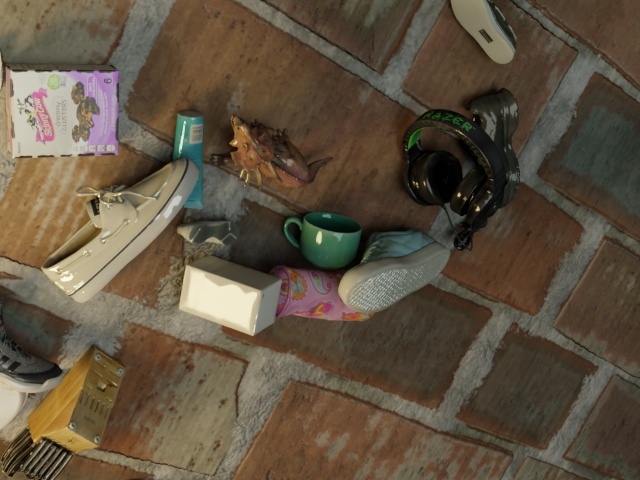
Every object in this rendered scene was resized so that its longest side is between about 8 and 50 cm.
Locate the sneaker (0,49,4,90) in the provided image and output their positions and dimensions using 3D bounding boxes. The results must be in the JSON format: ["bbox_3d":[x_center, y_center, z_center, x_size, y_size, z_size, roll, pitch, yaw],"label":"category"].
[{"bbox_3d":[-0.589,-0.305,1.625,0.035,0.031,0.083,1,106,-13],"label":"sneaker"}]

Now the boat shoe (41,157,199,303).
[{"bbox_3d":[-0.407,-0.052,1.765,0.367,0.136,0.156,-43,118,8],"label":"boat shoe"}]

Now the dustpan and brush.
[{"bbox_3d":[-0.626,0.308,1.840,0.211,0.060,0.147,-15,103,-14],"label":"dustpan and brush"}]

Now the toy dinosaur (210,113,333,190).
[{"bbox_3d":[-0.090,-0.159,1.834,0.296,0.200,0.127,18,101,-32],"label":"toy dinosaur"}]

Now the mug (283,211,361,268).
[{"bbox_3d":[0.009,0.000,2.005,0.129,0.158,0.097,-14,121,-49],"label":"mug"}]

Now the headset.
[{"bbox_3d":[0.322,-0.137,2.057,0.185,0.243,0.394,-42,140,-29],"label":"headset"}]

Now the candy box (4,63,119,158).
[{"bbox_3d":[-0.479,-0.241,1.679,0.196,0.070,0.164,-5,112,-26],"label":"candy box"}]

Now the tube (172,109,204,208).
[{"bbox_3d":[-0.270,-0.159,1.835,0.080,0.052,0.207,2,114,-15],"label":"tube"}]

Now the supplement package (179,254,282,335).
[{"bbox_3d":[-0.188,0.113,1.893,0.105,0.179,0.105,-25,130,-65],"label":"supplement package"}]

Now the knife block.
[{"bbox_3d":[-0.550,0.375,1.895,0.088,0.242,0.275,43,42,-34],"label":"knife block"}]

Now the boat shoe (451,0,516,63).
[{"bbox_3d":[0.366,-0.494,2.017,0.219,0.078,0.070,48,50,-29],"label":"boat shoe"}]

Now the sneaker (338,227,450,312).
[{"bbox_3d":[0.134,0.055,2.023,0.366,0.150,0.135,-14,133,-50],"label":"sneaker"}]

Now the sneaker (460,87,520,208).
[{"bbox_3d":[0.394,-0.212,2.134,0.130,0.109,0.286,-11,108,-13],"label":"sneaker"}]

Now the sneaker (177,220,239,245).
[{"bbox_3d":[-0.235,-0.022,1.906,0.152,0.061,0.053,4,101,-48],"label":"sneaker"}]

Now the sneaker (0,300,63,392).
[{"bbox_3d":[-0.617,0.197,1.753,0.269,0.101,0.153,18,101,-22],"label":"sneaker"}]

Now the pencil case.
[{"bbox_3d":[0.001,0.117,2.020,0.284,0.124,0.124,6,107,-37],"label":"pencil case"}]
